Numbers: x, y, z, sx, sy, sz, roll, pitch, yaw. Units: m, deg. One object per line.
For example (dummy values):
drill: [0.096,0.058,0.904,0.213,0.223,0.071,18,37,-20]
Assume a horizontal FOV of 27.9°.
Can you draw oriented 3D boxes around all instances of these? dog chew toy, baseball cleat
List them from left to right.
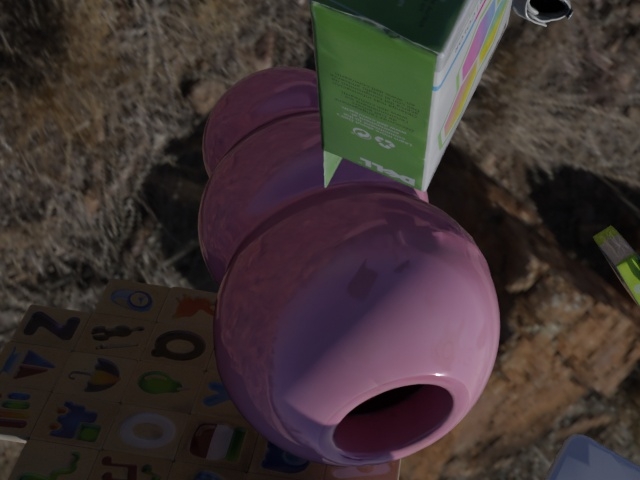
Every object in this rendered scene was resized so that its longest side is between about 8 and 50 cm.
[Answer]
dog chew toy: [0.000,0.000,0.965,0.206,0.332,0.207,-14,143,-11]
baseball cleat: [0.215,-0.320,1.570,0.205,0.109,0.072,14,112,-11]

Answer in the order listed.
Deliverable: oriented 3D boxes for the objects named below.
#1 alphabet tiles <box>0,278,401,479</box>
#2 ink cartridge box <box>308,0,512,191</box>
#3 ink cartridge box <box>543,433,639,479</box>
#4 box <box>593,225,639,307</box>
alphabet tiles: [-0.099,0.126,1.049,0.342,0.285,0.011,8,122,4]
ink cartridge box: [0.048,-0.096,0.624,0.209,0.062,0.109,85,30,-70]
ink cartridge box: [0.090,0.171,0.496,0.104,0.060,0.180,30,89,-1]
box: [0.489,0.051,2.019,0.042,0.178,0.109,-33,104,8]
